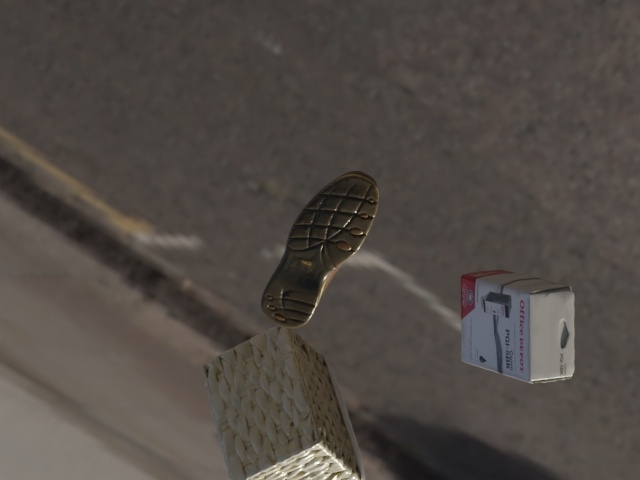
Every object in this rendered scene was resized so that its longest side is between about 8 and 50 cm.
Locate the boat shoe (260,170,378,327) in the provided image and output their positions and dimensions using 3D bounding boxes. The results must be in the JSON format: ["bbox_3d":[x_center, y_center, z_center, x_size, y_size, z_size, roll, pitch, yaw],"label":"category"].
[{"bbox_3d":[0.000,0.000,1.783,0.064,0.060,0.178,29,120,-4],"label":"boat shoe"}]

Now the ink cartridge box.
[{"bbox_3d":[0.205,0.089,2.006,0.056,0.099,0.135,-5,-172,-27],"label":"ink cartridge box"}]

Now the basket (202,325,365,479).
[{"bbox_3d":[-0.040,0.180,1.875,0.103,0.113,0.167,50,-163,-48],"label":"basket"}]
